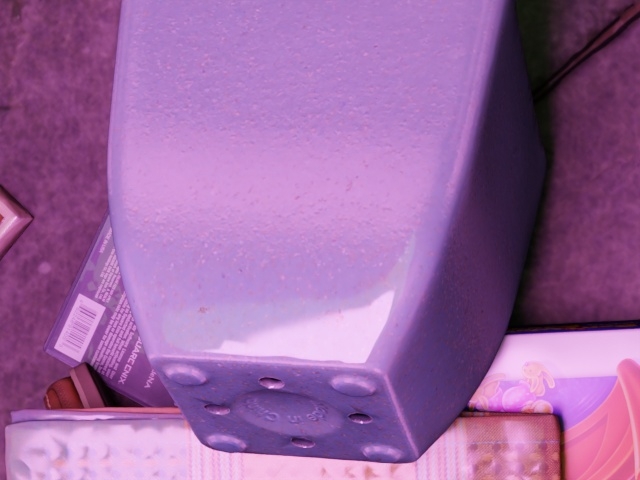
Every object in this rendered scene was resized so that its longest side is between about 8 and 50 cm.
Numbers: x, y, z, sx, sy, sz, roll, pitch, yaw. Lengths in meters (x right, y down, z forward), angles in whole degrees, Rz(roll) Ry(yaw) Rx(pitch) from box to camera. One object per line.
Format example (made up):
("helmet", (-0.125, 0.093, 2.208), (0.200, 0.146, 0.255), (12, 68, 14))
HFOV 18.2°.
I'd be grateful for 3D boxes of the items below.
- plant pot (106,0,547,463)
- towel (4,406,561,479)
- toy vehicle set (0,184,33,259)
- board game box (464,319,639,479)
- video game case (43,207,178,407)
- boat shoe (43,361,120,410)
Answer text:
("plant pot", (0.000, 0.000, 1.266), (0.247, 0.248, 0.252), (2, 62, 14))
("towel", (-0.024, 0.245, 1.324), (0.370, 0.040, 0.271), (-1, 87, 5))
("toy vehicle set", (-0.365, 0.026, 1.539), (0.166, 0.035, 0.267), (42, 100, 10))
("board game box", (0.143, 0.176, 1.372), (0.347, 0.078, 0.233), (-4, 92, 10))
("video game case", (-0.047, 0.057, 1.464), (0.274, 0.026, 0.196), (27, 97, 12))
("boat shoe", (-0.146, 0.238, 1.408), (0.104, 0.111, 0.307), (-25, 71, 3))
